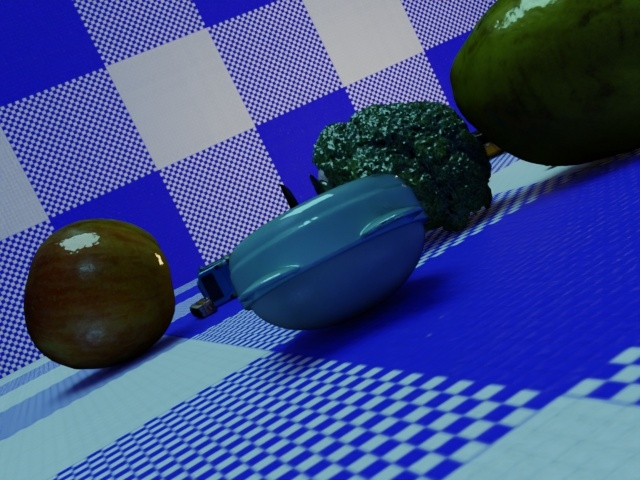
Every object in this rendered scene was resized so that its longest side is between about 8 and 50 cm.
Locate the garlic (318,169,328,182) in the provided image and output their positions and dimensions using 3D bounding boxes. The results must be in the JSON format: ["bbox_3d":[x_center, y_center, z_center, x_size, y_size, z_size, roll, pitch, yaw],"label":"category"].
[{"bbox_3d":[0.126,-0.139,1.790,0.245,0.245,0.253,-26,36,4],"label":"garlic"}]

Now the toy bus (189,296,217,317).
[{"bbox_3d":[-0.243,0.141,1.561,0.043,0.031,0.110,-35,7,-19],"label":"toy bus"}]

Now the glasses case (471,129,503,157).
[{"bbox_3d":[0.417,-0.250,1.998,0.321,0.082,0.122,-21,7,38],"label":"glasses case"}]

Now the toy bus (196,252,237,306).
[{"bbox_3d":[-0.223,0.088,1.686,0.106,0.090,0.184,-29,5,-8],"label":"toy bus"}]

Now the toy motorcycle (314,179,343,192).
[{"bbox_3d":[0.110,-0.131,1.437,0.275,0.205,0.127,13,-3,44],"label":"toy motorcycle"}]

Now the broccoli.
[{"bbox_3d":[0.118,-0.097,1.093,0.261,0.269,0.242,-85,21,-61],"label":"broccoli"}]

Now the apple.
[{"bbox_3d":[-0.398,0.102,1.417,0.301,0.302,0.301,-26,4,2],"label":"apple"}]

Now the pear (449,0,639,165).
[{"bbox_3d":[0.327,-0.225,0.985,0.321,0.269,0.269,5,23,37],"label":"pear"}]

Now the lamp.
[{"bbox_3d":[0.009,0.010,0.801,0.209,0.147,0.284,-24,12,0],"label":"lamp"}]
